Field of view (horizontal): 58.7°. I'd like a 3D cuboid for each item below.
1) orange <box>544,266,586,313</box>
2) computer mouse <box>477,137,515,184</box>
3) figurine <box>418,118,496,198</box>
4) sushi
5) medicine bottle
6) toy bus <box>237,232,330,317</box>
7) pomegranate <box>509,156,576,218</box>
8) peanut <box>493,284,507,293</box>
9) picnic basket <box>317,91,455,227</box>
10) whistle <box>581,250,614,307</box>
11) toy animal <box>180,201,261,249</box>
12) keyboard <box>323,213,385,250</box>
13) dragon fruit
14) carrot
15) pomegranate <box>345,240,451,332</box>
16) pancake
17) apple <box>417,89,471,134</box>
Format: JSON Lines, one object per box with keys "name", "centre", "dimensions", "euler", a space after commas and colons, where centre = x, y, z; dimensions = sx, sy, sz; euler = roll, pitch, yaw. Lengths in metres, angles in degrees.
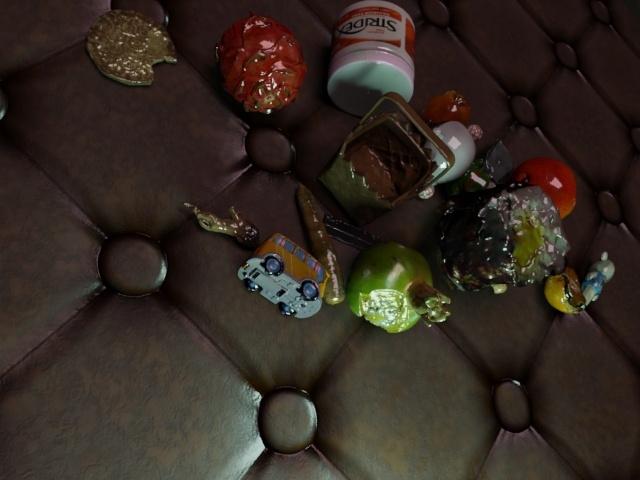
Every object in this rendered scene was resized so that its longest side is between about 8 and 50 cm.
{"name": "orange", "centre": [0.777, 0.163, 1.821], "dimensions": [0.169, 0.112, 0.160], "euler": [17, 50, -60]}
{"name": "computer mouse", "centre": [0.577, -0.255, 1.910], "dimensions": [0.231, 0.071, 0.126], "euler": [-44, 107, -43]}
{"name": "figurine", "centre": [0.416, -0.221, 1.725], "dimensions": [0.281, 0.167, 0.370], "euler": [-49, 120, -2]}
{"name": "sushi", "centre": [0.494, -0.010, 1.599], "dimensions": [0.281, 0.294, 0.300], "euler": [-22, 94, -28]}
{"name": "medicine bottle", "centre": [0.152, -0.532, 1.677], "dimensions": [0.252, 0.252, 0.241], "euler": [15, 64, -23]}
{"name": "toy bus", "centre": [-0.079, 0.080, 1.376], "dimensions": [0.209, 0.126, 0.136], "euler": [37, 49, -11]}
{"name": "pomegranate", "centre": [0.738, -0.156, 1.879], "dimensions": [0.256, 0.220, 0.221], "euler": [28, 54, -49]}
{"name": "peanut", "centre": [0.557, 0.118, 1.753], "dimensions": [0.053, 0.054, 0.113], "euler": [36, 54, -11]}
{"name": "picnic basket", "centre": [0.187, -0.221, 1.534], "dimensions": [0.254, 0.321, 0.291], "euler": [49, 53, 1]}
{"name": "whistle", "centre": [0.934, 0.141, 1.942], "dimensions": [0.235, 0.077, 0.114], "euler": [-44, 122, -28]}
{"name": "toy animal", "centre": [-0.232, -0.053, 1.379], "dimensions": [0.219, 0.069, 0.086], "euler": [24, 70, -16]}
{"name": "keyboard", "centre": [0.093, -0.013, 1.575], "dimensions": [0.197, 0.010, 0.064], "euler": [23, 62, -19]}
{"name": "dragon fruit", "centre": [-0.156, -0.463, 1.500], "dimensions": [0.252, 0.241, 0.241], "euler": [41, 55, 9]}
{"name": "carrot", "centre": [-0.001, 0.000, 1.488], "dimensions": [0.070, 0.070, 0.343], "euler": [-6, 71, -31]}
{"name": "pomegranate", "centre": [0.200, 0.121, 1.412], "dimensions": [0.235, 0.301, 0.236], "euler": [-5, 99, -35]}
{"name": "pancake", "centre": [-0.479, -0.494, 1.447], "dimensions": [0.212, 0.029, 0.235], "euler": [44, 56, -5]}
{"name": "apple", "centre": [0.394, -0.390, 1.810], "dimensions": [0.155, 0.158, 0.147], "euler": [4, 69, -31]}
